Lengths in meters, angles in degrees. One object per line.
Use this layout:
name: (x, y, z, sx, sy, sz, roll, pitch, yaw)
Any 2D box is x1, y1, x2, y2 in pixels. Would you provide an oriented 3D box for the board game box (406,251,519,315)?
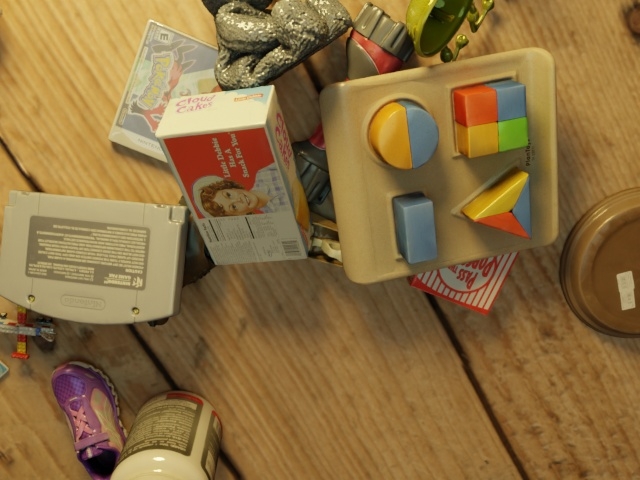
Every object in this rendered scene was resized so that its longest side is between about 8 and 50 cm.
board game box: (0.251, 0.011, 1.202, 0.147, 0.045, 0.193, 21, 105, -8)

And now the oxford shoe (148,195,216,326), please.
oxford shoe: (-0.224, 0.048, 1.180, 0.096, 0.083, 0.227, 21, 105, -10)

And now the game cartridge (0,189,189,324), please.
game cartridge: (-0.356, 0.030, 1.127, 0.298, 0.062, 0.197, 6, 96, 10)

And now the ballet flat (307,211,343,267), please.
ballet flat: (0.000, 0.000, 1.176, 0.233, 0.073, 0.080, 13, 108, -5)

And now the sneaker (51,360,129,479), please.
sneaker: (-0.396, 0.323, 1.244, 0.095, 0.104, 0.236, -20, 105, 5)

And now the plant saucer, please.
plant saucer: (0.551, 0.045, 1.226, 0.278, 0.041, 0.277, -1, 107, -2)

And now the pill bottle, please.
pill bottle: (-0.253, 0.379, 1.171, 0.161, 0.283, 0.161, 0, 106, -1)

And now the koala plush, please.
koala plush: (-0.106, -0.334, 1.010, 0.203, 0.196, 0.221, -29, 102, 25)

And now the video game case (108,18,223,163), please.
video game case: (-0.215, -0.217, 1.132, 0.184, 0.023, 0.201, 22, 104, -8)

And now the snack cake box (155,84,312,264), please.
snack cake box: (-0.114, -0.084, 1.041, 0.152, 0.089, 0.264, -4, 136, 12)

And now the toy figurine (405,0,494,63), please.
toy figurine: (0.180, -0.460, 1.041, 0.217, 0.191, 0.362, 37, 102, 18)

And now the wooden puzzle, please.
wooden puzzle: (0.192, -0.099, 1.076, 0.348, 0.080, 0.321, -11, 113, -4)

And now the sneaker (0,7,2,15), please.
sneaker: (-0.525, -0.452, 1.006, 0.129, 0.111, 0.297, -31, 108, -19)

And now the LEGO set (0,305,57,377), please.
LEGO set: (-0.565, 0.141, 1.209, 0.244, 0.060, 0.182, -38, 105, 12)

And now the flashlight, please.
flashlight: (0.030, -0.208, 1.105, 0.103, 0.103, 0.304, 43, 107, 28)
